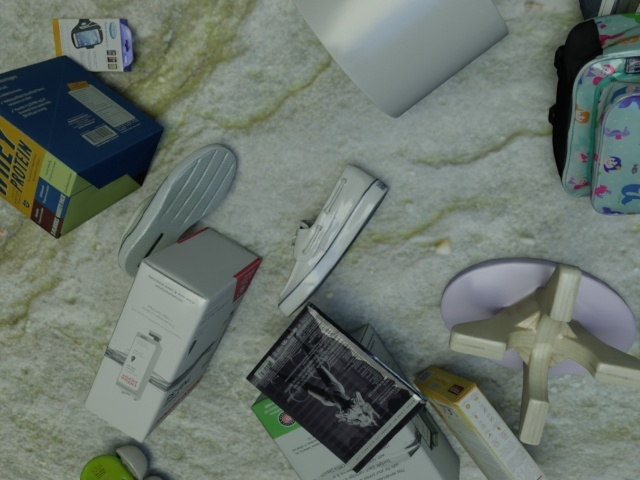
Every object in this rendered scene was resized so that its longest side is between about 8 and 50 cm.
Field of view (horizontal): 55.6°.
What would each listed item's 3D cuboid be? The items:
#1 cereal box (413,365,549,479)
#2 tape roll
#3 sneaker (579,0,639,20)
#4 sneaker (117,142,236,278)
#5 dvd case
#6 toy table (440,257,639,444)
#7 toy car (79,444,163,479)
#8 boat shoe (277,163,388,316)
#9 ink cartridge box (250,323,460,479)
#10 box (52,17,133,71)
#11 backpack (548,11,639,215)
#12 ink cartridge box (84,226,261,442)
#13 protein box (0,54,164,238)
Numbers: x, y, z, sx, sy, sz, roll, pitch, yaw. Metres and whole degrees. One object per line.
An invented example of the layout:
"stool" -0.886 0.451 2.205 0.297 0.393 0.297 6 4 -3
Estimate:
"cereal box" 0.251 0.304 0.909 0.047 0.173 0.240 -39 95 -11
"tape roll" 0.087 -0.295 0.737 0.169 0.246 0.246 -36 94 21
"sneaker" 0.314 -0.351 0.750 0.163 0.086 0.226 31 146 34
"sneaker" -0.242 -0.060 0.973 0.258 0.091 0.094 -48 132 4
"dvd case" 0.020 0.218 0.894 0.221 0.018 0.164 40 109 4
"toy table" 0.306 0.134 0.849 0.275 0.161 0.252 -1 106 14
"toy car" -0.391 0.491 1.160 0.182 0.159 0.136 55 147 -5
"boat shoe" 0.000 0.000 0.935 0.084 0.095 0.258 37 101 6
"ink cartridge box" 0.062 0.317 0.985 0.211 0.121 0.289 -31 95 20
"box" -0.357 -0.310 0.966 0.136 0.028 0.081 4 107 11
"backpack" 0.419 -0.150 0.712 0.254 0.191 0.225 -5 137 11
"ink cartridge box" -0.231 0.142 0.967 0.117 0.207 0.282 30 112 7
"protein box" -0.391 -0.148 0.915 0.201 0.200 0.136 36 127 3
